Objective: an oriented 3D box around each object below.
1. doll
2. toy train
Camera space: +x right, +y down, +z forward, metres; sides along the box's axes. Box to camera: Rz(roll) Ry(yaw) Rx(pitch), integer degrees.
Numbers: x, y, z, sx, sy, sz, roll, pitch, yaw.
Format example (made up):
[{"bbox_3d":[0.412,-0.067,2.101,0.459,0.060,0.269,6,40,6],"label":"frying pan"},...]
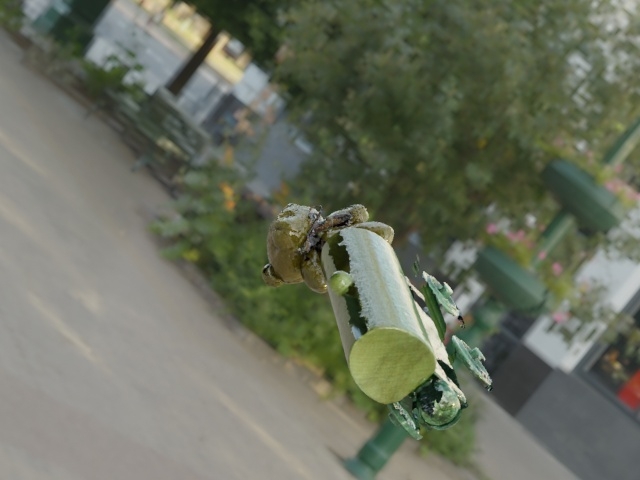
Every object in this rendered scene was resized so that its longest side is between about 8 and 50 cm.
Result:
[{"bbox_3d":[0.000,0.000,1.812,0.209,0.137,0.097,-2,-33,47],"label":"doll"},{"bbox_3d":[0.091,0.089,1.570,0.189,0.126,0.307,56,9,-25],"label":"toy train"}]
